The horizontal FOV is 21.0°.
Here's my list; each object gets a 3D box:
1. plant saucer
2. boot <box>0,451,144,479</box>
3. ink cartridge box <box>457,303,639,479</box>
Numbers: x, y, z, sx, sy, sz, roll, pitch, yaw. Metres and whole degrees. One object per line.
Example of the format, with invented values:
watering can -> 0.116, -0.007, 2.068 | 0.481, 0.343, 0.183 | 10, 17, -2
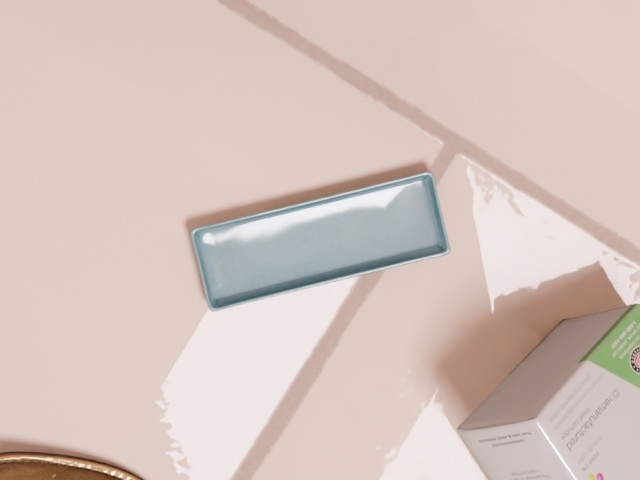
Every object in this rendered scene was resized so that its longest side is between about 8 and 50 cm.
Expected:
plant saucer -> 0.000, 0.000, 1.329 | 0.192, 0.018, 0.067 | -14, 99, -4
boot -> -0.140, 0.253, 1.305 | 0.305, 0.115, 0.112 | 27, 97, -8
ink cartridge box -> 0.226, 0.179, 1.307 | 0.154, 0.093, 0.212 | -40, 104, -36
